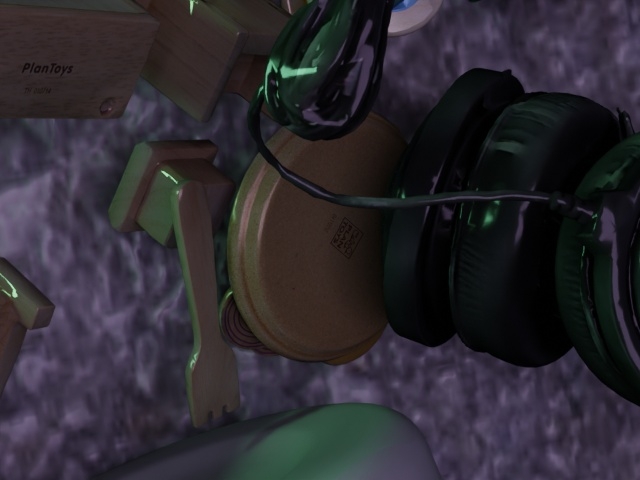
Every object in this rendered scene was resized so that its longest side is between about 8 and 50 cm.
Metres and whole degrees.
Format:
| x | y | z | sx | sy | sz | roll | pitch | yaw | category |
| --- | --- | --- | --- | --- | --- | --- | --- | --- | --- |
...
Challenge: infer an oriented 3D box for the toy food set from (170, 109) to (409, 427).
| x | y | z | sx | sy | sz | roll | pitch | yaw | category |
| --- | --- | --- | --- | --- | --- | --- | --- | --- | --- |
| 0.000 | 0.000 | 0.809 | 0.192 | 0.038 | 0.132 | -20 | 113 | -38 | toy food set |

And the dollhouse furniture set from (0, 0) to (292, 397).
| x | y | z | sx | sy | sz | roll | pitch | yaw | category |
| --- | --- | --- | --- | --- | --- | --- | --- | --- | --- |
| -0.212 | 0.016 | 0.758 | 0.303 | 0.174 | 0.355 | -6 | 128 | -52 | dollhouse furniture set |

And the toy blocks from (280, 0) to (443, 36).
| x | y | z | sx | sy | sz | roll | pitch | yaw | category |
| --- | --- | --- | --- | --- | --- | --- | --- | --- | --- |
| 0.025 | -0.152 | 0.781 | 0.054 | 0.148 | 0.123 | 2 | 91 | -15 | toy blocks |

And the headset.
| x | y | z | sx | sy | sz | roll | pitch | yaw | category |
| --- | --- | --- | --- | --- | --- | --- | --- | --- | --- |
| 0.130 | -0.025 | 0.726 | 0.394 | 0.243 | 0.185 | 21 | 86 | -42 | headset |

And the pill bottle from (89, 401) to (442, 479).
| x | y | z | sx | sy | sz | roll | pitch | yaw | category |
| --- | --- | --- | --- | --- | --- | --- | --- | --- | --- |
| 0.004 | 0.296 | 0.746 | 0.229 | 0.229 | 0.408 | -22 | 96 | -13 | pill bottle |
